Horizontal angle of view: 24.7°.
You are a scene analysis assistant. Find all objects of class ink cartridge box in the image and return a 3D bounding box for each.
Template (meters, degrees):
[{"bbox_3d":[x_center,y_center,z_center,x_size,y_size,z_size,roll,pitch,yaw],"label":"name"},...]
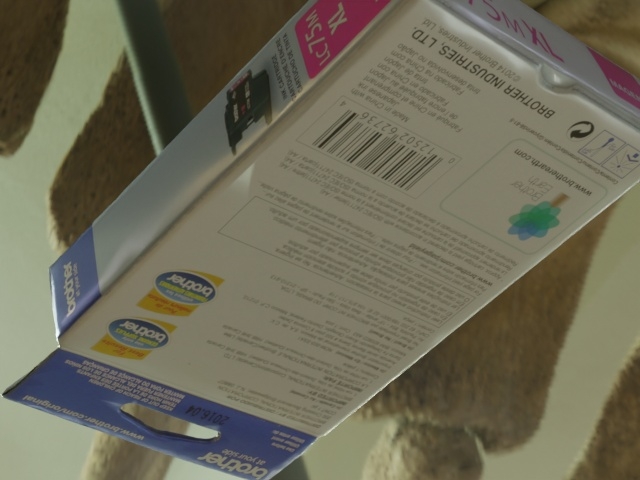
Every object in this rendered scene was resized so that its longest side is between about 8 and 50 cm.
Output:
[{"bbox_3d":[0.000,0.000,0.729,0.185,0.065,0.311,24,-57,-38],"label":"ink cartridge box"}]
